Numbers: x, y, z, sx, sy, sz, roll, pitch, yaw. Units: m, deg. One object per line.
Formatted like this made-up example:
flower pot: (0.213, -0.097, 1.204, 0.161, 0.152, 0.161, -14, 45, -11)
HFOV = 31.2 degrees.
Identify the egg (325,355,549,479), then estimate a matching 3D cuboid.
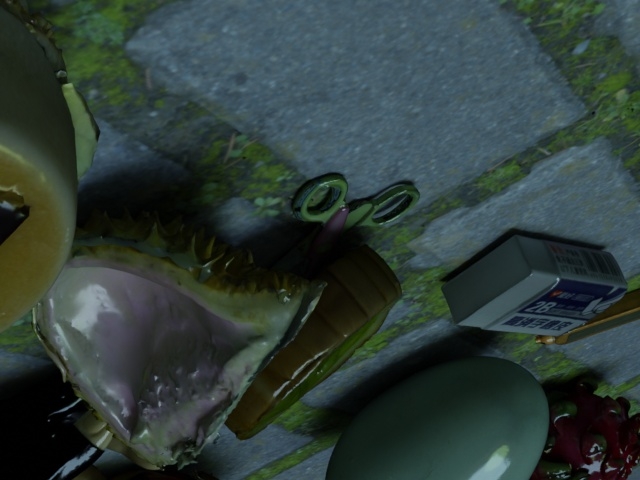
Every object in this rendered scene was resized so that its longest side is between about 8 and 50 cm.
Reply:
egg: (0.154, 0.293, 1.539, 0.230, 0.230, 0.371, 7, 139, -44)

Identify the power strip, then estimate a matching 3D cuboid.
power strip: (0.377, 0.110, 1.582, 0.178, 0.028, 0.049, -18, 154, -7)

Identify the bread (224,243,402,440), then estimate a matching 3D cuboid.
bread: (-0.014, 0.100, 1.114, 0.236, 0.070, 0.236, -42, 172, -7)

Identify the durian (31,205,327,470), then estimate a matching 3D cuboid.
durian: (-0.148, 0.055, 0.960, 0.195, 0.186, 0.305, 22, 144, -19)

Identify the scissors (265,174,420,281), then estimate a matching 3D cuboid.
scissors: (0.000, 0.000, 1.098, 0.133, 0.020, 0.187, 5, 142, -37)

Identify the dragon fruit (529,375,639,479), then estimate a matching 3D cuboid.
dragon fruit: (0.397, 0.350, 1.873, 0.273, 0.198, 0.218, -57, 170, 32)

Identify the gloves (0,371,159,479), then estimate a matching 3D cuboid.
gloves: (-0.273, 0.221, 1.172, 0.301, 0.152, 0.197, -22, 176, -14)

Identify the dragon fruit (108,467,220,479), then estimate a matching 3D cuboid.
dragon fruit: (-0.206, 0.415, 1.518, 0.250, 0.250, 0.315, -26, 137, 9)

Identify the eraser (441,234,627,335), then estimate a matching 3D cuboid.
eraser: (0.253, 0.056, 1.341, 0.210, 0.068, 0.124, 9, 143, -46)

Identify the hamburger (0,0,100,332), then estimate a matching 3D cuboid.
hamburger: (-0.277, -0.044, 0.640, 0.302, 0.170, 0.302, -16, 149, -10)
